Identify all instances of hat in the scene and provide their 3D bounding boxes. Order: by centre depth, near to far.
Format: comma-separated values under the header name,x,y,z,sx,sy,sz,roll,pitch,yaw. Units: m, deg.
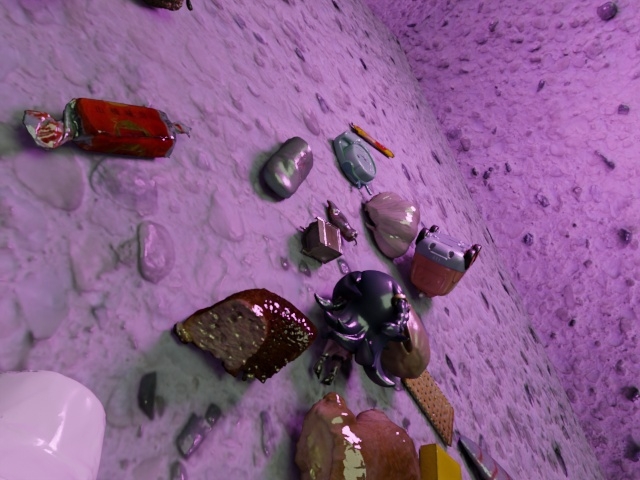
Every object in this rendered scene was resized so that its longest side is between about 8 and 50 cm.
name,x,y,z,sx,sy,sz,roll,pitch,yaw
hat,-0.261,0.189,0.339,0.203,0.203,0.126,45,19,-25

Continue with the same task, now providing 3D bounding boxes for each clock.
name,x,y,z,sx,sy,sz,roll,pitch,yaw
clock,0.128,-0.250,1.356,0.159,0.066,0.210,14,55,-50

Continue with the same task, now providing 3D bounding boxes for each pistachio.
name,x,y,z,sx,sy,sz,roll,pitch,yaw
pistachio,0.188,0.228,0.999,0.152,0.126,0.223,76,-3,-62

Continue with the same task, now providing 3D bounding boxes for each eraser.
name,x,y,z,sx,sy,sz,roll,pitch,yaw
eraser,0.280,0.545,0.945,0.122,0.045,0.097,46,34,-26

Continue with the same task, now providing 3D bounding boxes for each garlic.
name,x,y,z,sx,sy,sz,roll,pitch,yaw
garlic,0.241,-0.062,1.298,0.178,0.143,0.229,27,53,-46

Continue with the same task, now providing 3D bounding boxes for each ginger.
name,x,y,z,sx,sy,sz,roll,pitch,yaw
ginger,0.063,0.362,0.697,0.221,0.130,0.276,57,24,11

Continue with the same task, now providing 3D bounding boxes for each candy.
name,x,y,z,sx,sy,sz,roll,pitch,yaw
candy,-0.313,-0.176,0.648,0.086,0.059,0.292,61,30,6

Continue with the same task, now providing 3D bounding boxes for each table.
name,x,y,z,sx,sy,sz,roll,pitch,yaw
table,0.000,0.000,0.961,0.083,0.062,0.079,29,44,-42

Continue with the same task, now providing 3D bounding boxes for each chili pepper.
name,x,y,z,sx,sy,sz,roll,pitch,yaw
chili pepper,0.056,-0.045,1.105,0.153,0.041,0.050,53,7,18

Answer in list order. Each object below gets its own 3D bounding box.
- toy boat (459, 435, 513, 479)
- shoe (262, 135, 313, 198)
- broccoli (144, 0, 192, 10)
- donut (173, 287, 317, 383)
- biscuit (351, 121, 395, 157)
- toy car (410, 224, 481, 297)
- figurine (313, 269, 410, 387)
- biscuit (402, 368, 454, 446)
name,x,y,z,sx,sy,sz,roll,pitch,yaw
toy boat,0.475,0.654,1.128,0.282,0.096,0.206,53,23,11
shoe,-0.060,-0.197,1.001,0.103,0.100,0.251,48,30,-22
broccoli,-0.339,-0.559,0.869,0.131,0.120,0.130,35,2,20
donut,-0.105,0.135,0.647,0.186,0.126,0.144,50,25,-18
biscuit,0.213,-0.397,1.641,0.292,0.026,0.048,19,31,-49
toy car,0.392,0.082,1.344,0.181,0.212,0.271,28,19,23
figurine,0.091,0.176,0.863,0.264,0.197,0.175,-85,172,-48
biscuit,0.291,0.416,1.093,0.231,0.016,0.139,56,31,-8
